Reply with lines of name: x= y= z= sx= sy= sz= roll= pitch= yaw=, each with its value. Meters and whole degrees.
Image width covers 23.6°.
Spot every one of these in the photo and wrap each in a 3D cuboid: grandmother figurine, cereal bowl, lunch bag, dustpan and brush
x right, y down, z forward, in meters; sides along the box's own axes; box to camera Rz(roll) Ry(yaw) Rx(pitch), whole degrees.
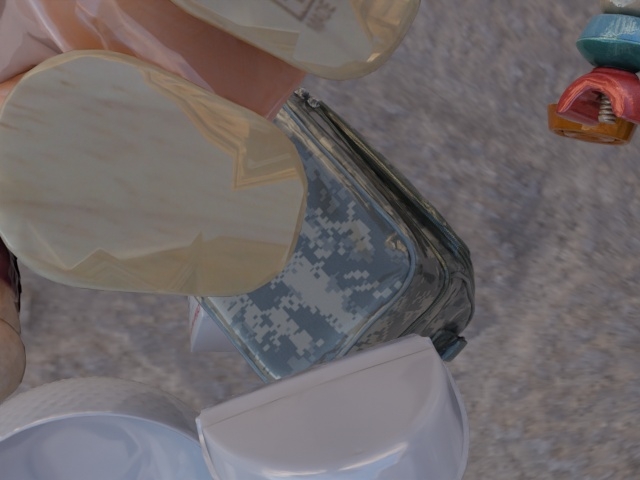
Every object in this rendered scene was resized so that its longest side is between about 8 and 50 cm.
grandmother figurine: x=-0.082 y=-0.050 z=0.509 sx=0.104 sy=0.342 sz=0.208 roll=40 pitch=75 yaw=-17
cereal bowl: x=-0.266 y=0.286 z=1.774 sx=0.339 sy=0.339 sz=0.141 roll=-37 pitch=32 yaw=12
lunch bag: x=0.000 y=0.000 z=1.530 sx=0.212 sy=0.256 sz=0.305 roll=-47 pitch=67 yaw=12
dustpan and brush: x=0.025 y=0.132 z=0.796 sx=0.147 sy=0.211 sz=0.060 roll=-19 pitch=111 yaw=-7

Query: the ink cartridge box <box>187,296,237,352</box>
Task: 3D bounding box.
ink cartridge box: x=-0.087 y=0.029 z=1.764 sx=0.127 sy=0.128 sz=0.176 roll=-2 pitch=67 yaw=-12

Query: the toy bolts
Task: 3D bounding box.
toy bolts: x=0.321 y=-0.187 z=1.586 sx=0.218 sy=0.228 sz=0.158 roll=10 pitch=88 yaw=38
